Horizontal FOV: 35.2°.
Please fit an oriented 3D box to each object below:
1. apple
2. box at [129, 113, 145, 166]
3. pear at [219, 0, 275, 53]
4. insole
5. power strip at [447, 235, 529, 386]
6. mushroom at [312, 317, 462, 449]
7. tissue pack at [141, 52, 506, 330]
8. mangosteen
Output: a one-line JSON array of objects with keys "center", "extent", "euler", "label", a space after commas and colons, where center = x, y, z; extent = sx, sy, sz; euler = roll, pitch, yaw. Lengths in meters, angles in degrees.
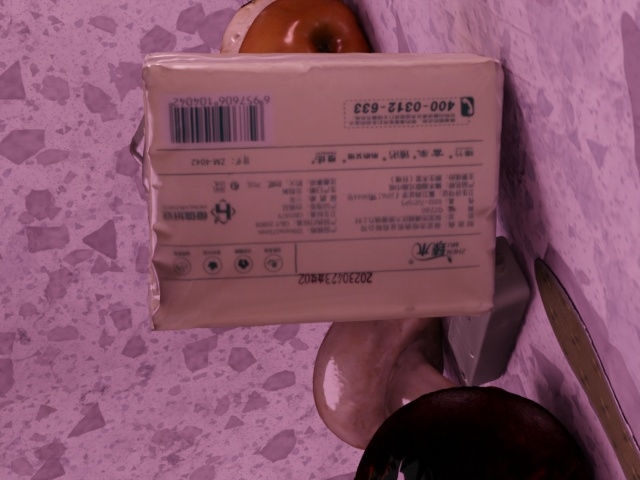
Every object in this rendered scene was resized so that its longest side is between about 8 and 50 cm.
[{"center": [-0.019, -0.291, 1.673], "extent": [0.241, 0.242, 0.242], "euler": [163, 88, -73], "label": "apple"}, {"center": [-0.072, -0.097, 1.716], "extent": [0.396, 0.111, 0.396], "euler": [45, -149, 17], "label": "box"}, {"center": [-0.079, -0.415, 2.109], "extent": [0.178, 0.267, 0.267], "euler": [46, -171, -31], "label": "pear"}, {"center": [0.293, 0.159, 1.074], "extent": [0.109, 0.007, 0.322], "euler": [82, 169, -66], "label": "insole"}, {"center": [0.218, 0.100, 1.336], "extent": [0.385, 0.062, 0.091], "euler": [82, 169, -66], "label": "power strip"}, {"center": [0.146, 0.242, 1.796], "extent": [0.290, 0.297, 0.297], "euler": [22, 143, 32], "label": "mushroom"}, {"center": [-0.005, -0.058, 1.107], "extent": [0.207, 0.381, 0.297], "euler": [-121, 32, -76], "label": "tissue pack"}, {"center": [0.184, 0.304, 1.231], "extent": [0.297, 0.297, 0.293], "euler": [79, -165, -54], "label": "mangosteen"}]
